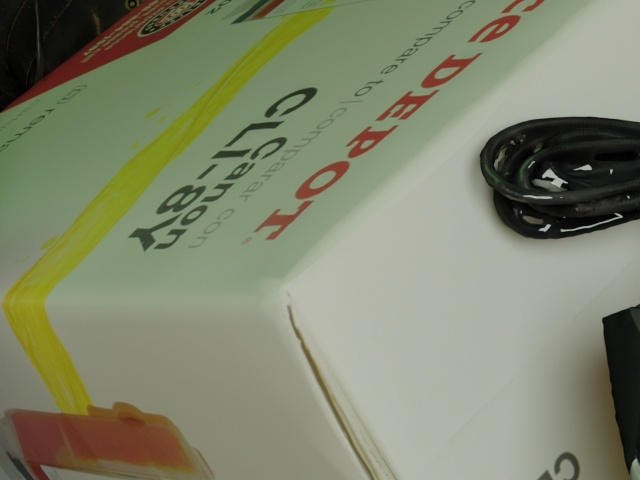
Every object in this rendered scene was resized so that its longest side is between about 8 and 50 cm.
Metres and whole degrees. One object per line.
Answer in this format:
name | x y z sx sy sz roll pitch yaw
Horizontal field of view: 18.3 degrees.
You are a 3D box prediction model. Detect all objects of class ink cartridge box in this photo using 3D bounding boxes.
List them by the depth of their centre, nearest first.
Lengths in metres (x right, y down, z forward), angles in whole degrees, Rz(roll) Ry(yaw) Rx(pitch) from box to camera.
ink cartridge box | 0.000 0.000 0.796 0.279 0.160 0.384 -42 23 -29

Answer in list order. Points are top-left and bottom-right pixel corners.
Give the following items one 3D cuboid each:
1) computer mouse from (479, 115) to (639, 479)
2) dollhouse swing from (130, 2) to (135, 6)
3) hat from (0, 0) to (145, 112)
computer mouse | 0.161 0.048 0.531 0.184 0.060 0.262 -6 36 -14
dollhouse swing | -0.160 -0.256 1.460 0.347 0.315 0.305 -45 4 -29
hat | -0.073 -0.115 1.138 0.331 0.331 0.134 -33 59 1
